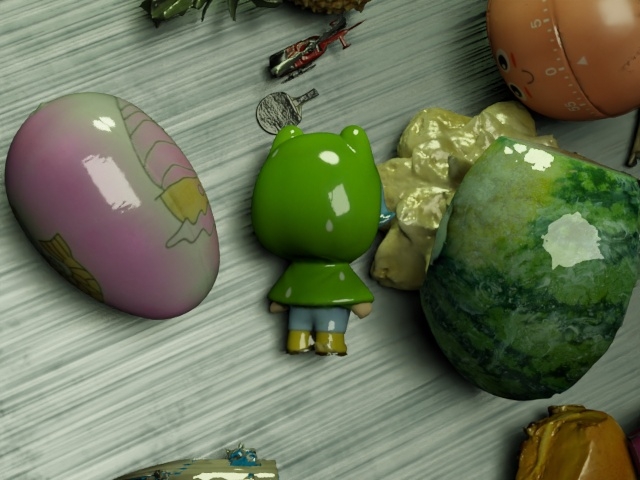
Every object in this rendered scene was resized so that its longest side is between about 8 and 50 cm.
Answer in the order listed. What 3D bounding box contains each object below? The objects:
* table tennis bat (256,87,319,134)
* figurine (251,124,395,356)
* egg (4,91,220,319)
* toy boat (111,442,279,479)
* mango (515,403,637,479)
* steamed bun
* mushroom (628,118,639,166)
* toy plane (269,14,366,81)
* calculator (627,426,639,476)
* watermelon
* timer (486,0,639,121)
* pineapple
[{"bbox_3d":[-0.038,-0.158,1.959,0.083,0.007,0.050,-32,90,-19],"label":"table tennis bat"},{"bbox_3d":[0.000,0.000,1.873,0.143,0.162,0.263,2,90,-59],"label":"figurine"},{"bbox_3d":[-0.219,-0.036,1.779,0.271,0.196,0.196,41,71,-1],"label":"egg"},{"bbox_3d":[-0.140,0.274,1.822,0.210,0.066,0.084,0,46,-9],"label":"toy boat"},{"bbox_3d":[0.296,0.319,1.917,0.154,0.126,0.252,6,87,-36],"label":"mango"},{"bbox_3d":[0.203,-0.040,1.950,0.295,0.137,0.292,30,72,-9],"label":"steamed bun"},{"bbox_3d":[0.417,-0.186,2.086,0.060,0.061,0.187,6,82,-22],"label":"mushroom"},{"bbox_3d":[-0.009,-0.229,1.953,0.145,0.060,0.037,-30,90,-22],"label":"toy plane"},{"bbox_3d":[0.420,0.262,1.958,0.190,0.034,0.126,-27,96,-59],"label":"calculator"},{"bbox_3d":[0.235,0.049,1.834,0.224,0.180,0.305,21,103,14],"label":"watermelon"},{"bbox_3d":[0.317,-0.255,1.965,0.229,0.215,0.229,21,61,-46],"label":"timer"},{"bbox_3d":[-0.076,-0.309,1.925,0.277,0.119,0.130,-4,125,-17],"label":"pineapple"}]
